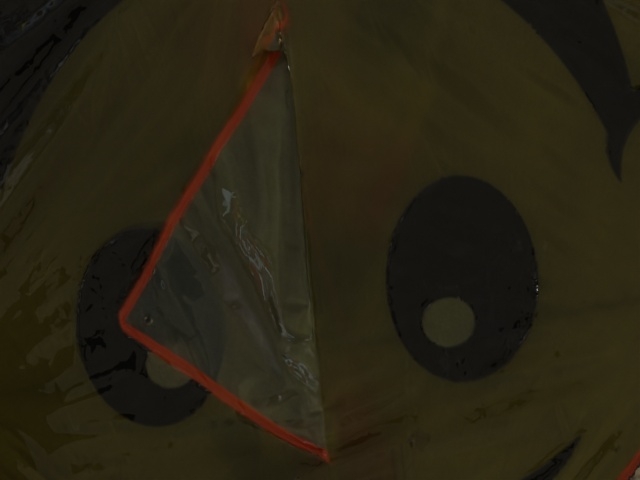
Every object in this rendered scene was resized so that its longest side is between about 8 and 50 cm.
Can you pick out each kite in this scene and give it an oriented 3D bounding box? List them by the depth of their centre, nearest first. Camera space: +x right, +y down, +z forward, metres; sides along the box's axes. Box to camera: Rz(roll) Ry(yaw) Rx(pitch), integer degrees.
[{"bbox_3d":[0.000,0.000,0.609,0.378,0.013,0.327,-7,-100,8],"label":"kite"}]
